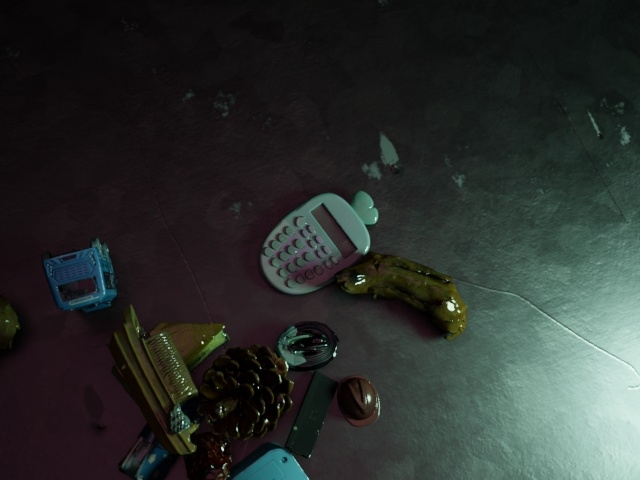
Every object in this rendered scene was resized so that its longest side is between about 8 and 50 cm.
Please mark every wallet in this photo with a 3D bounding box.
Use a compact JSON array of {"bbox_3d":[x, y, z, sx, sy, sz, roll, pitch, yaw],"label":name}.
[{"bbox_3d":[-0.311,0.396,1.727,0.059,0.141,0.202,23,73,29],"label":"wallet"}]

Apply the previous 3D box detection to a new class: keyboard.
[{"bbox_3d":[-0.018,0.360,1.782,0.060,0.018,0.195,28,50,-3],"label":"keyboard"}]

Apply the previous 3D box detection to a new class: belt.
[{"bbox_3d":[-0.030,0.225,1.835,0.140,0.058,0.105,-10,73,-6],"label":"belt"}]

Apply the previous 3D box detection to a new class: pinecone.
[{"bbox_3d":[-0.159,0.314,1.724,0.186,0.168,0.212,50,38,3],"label":"pinecone"}]

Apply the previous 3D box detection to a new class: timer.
[{"bbox_3d":[-0.107,0.570,1.744,0.231,0.091,0.250,-34,92,-13],"label":"timer"}]

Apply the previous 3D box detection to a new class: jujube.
[{"bbox_3d":[-0.228,0.442,1.712,0.104,0.166,0.104,0,100,-2],"label":"jujube"}]

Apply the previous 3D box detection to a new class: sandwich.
[{"bbox_3d":[-0.313,0.234,1.782,0.235,0.122,0.128,-42,85,-16],"label":"sandwich"}]

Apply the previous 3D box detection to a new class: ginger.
[{"bbox_3d":[0.185,0.103,1.862,0.309,0.107,0.133,24,81,0],"label":"ginger"}]

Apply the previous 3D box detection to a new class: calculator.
[{"bbox_3d":[0.000,0.000,1.907,0.298,0.041,0.185,-36,81,-10],"label":"calculator"}]

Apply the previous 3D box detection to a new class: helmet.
[{"bbox_3d":[0.085,0.336,1.815,0.089,0.057,0.111,-21,77,-12],"label":"helmet"}]

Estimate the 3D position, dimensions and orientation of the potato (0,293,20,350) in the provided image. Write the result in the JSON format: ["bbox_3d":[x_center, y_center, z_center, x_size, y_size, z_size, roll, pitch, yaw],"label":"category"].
[{"bbox_3d":[-0.771,0.178,1.749,0.300,0.140,0.173,-2,71,-1],"label":"potato"}]

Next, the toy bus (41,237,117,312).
[{"bbox_3d":[-0.484,0.076,1.748,0.113,0.246,0.134,-16,88,-9],"label":"toy bus"}]

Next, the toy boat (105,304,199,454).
[{"bbox_3d":[-0.310,0.266,1.654,0.115,0.089,0.310,-29,76,-10],"label":"toy boat"}]
